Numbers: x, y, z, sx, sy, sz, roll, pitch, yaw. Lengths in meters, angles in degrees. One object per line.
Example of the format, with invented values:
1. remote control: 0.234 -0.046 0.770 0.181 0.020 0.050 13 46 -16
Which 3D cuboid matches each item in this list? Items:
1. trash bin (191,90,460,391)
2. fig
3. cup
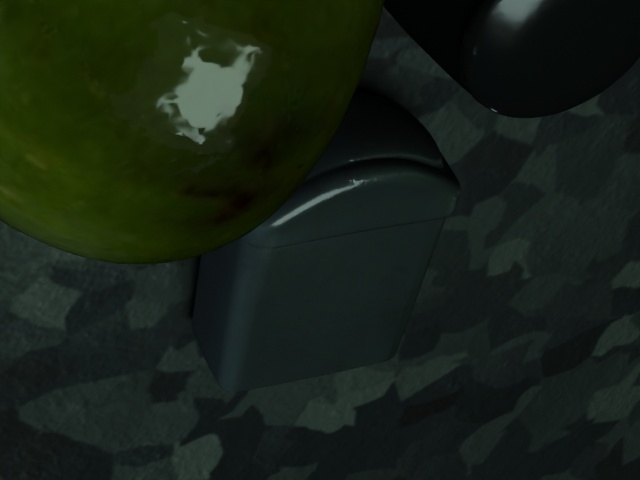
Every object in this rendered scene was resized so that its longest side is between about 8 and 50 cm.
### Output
1. trash bin: 0.000 0.000 1.420 0.176 0.101 0.236 -12 140 -23
2. fig: -0.127 -0.139 1.056 0.316 0.316 0.316 -17 139 -15
3. cup: 0.150 -0.192 1.246 0.223 0.176 0.169 -23 137 -8
